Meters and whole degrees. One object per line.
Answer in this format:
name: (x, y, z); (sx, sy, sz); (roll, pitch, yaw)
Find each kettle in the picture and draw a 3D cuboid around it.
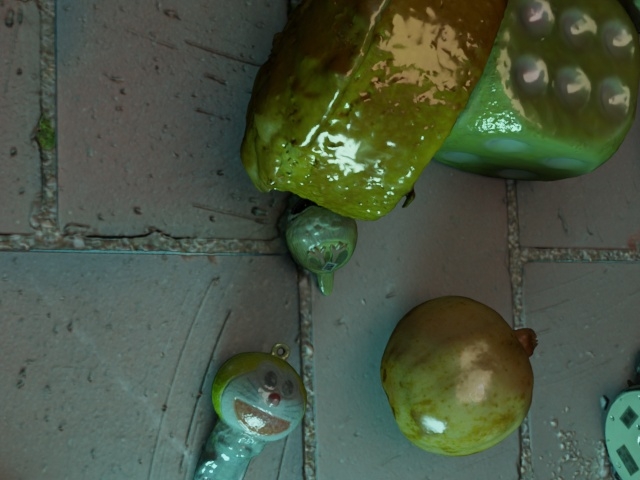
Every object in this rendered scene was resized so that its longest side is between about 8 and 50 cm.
kettle: (0.541, 0.246, 1.747); (0.243, 0.160, 0.211); (-11, 59, -33)

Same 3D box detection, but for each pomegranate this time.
pomegranate: (0.174, 0.175, 1.537); (0.207, 0.207, 0.207); (4, 81, -25)

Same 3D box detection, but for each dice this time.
dice: (0.271, -0.215, 1.618); (0.238, 0.233, 0.227); (11, 79, -23)

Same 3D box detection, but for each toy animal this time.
toy animal: (0.000, 0.000, 1.552); (0.098, 0.137, 0.098); (-1, 48, 1)

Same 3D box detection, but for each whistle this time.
whistle: (-0.090, 0.227, 1.455); (0.122, 0.123, 0.223); (27, 87, -20)

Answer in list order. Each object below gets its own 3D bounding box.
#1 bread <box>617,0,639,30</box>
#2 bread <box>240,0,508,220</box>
bread: (0.451, -0.477, 1.667); (0.253, 0.376, 0.348); (-27, 100, -8)
bread: (0.058, -0.222, 1.429); (0.215, 0.398, 0.398); (29, 71, -9)
